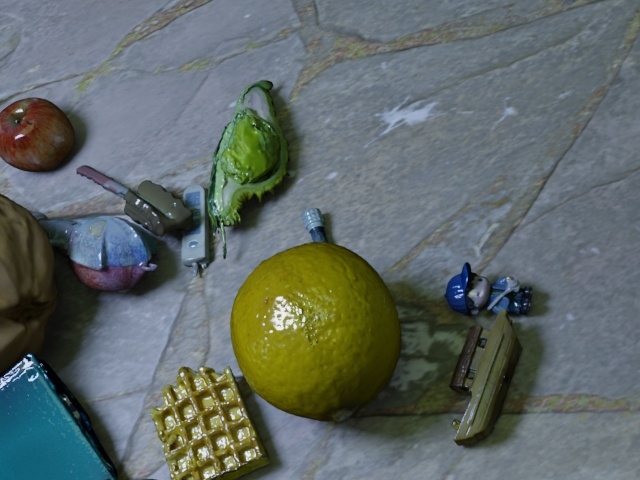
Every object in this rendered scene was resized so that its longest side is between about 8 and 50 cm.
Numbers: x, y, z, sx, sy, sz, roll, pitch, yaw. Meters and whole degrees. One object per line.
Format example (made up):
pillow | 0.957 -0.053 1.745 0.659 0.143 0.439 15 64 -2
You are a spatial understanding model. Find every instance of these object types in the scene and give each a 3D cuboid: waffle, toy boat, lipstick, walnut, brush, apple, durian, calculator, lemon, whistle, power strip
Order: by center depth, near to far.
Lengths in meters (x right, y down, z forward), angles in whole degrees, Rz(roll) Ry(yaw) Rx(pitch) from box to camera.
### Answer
lemon | -0.007 0.141 1.699 0.292 0.293 0.293 -5 63 10
toy boat | 0.254 0.216 1.718 0.088 0.068 0.226 15 71 25
calculator | -0.481 0.363 1.771 0.248 0.058 0.274 -40 81 0
waffle | -0.194 0.301 1.779 0.160 0.055 0.211 -27 62 0
walnut | -0.632 0.085 1.844 0.383 0.384 0.384 -5 63 10
lipstick | 0.000 0.000 1.901 0.037 0.037 0.116 -20 64 2
whistle | -0.424 0.009 1.945 0.346 0.134 0.142 15 41 31
durian | -0.128 -0.147 1.964 0.106 0.132 0.375 -9 55 36
power strip | -0.226 -0.020 1.965 0.047 0.030 0.191 -8 62 10
brush | -0.353 -0.087 1.994 0.084 0.071 0.301 -21 38 -41
apple | -0.546 -0.200 2.075 0.146 0.131 0.146 -11 55 16

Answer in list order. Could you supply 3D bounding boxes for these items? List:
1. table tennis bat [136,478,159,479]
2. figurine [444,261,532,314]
table tennis bat | -0.256 0.437 1.707 0.234 0.022 0.131 -17 67 27
figurine | 0.274 0.089 1.783 0.136 0.079 0.077 15 62 -6
